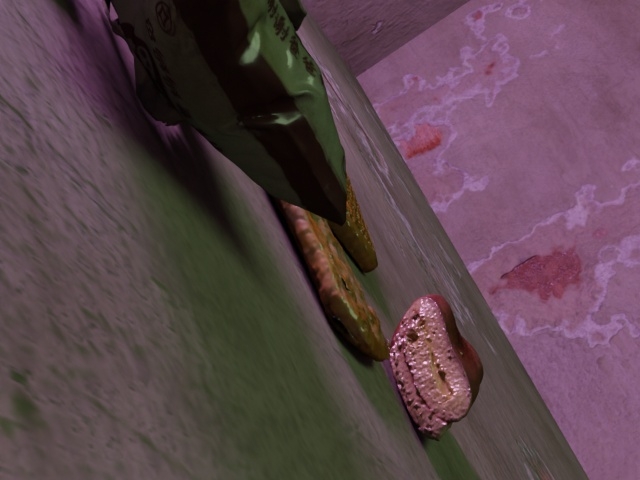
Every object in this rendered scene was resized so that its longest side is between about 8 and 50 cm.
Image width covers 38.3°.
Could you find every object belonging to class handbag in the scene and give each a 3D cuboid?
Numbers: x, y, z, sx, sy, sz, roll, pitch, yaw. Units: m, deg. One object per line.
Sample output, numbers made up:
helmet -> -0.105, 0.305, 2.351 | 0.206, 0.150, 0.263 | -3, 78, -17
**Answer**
handbag -> -0.073, -0.134, 0.622 | 0.213, 0.127, 0.235 | 49, 1, -44

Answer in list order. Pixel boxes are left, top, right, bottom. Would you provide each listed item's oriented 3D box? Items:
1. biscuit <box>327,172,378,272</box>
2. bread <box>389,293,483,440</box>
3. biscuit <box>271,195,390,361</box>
biscuit -> 0.000, -0.083, 1.074 | 0.172, 0.029, 0.254 | 51, 11, -29
bread -> 0.107, 0.114, 0.867 | 0.119, 0.067, 0.192 | 66, 13, 8
biscuit -> 0.000, 0.000, 0.815 | 0.118, 0.029, 0.247 | 42, 19, -58
